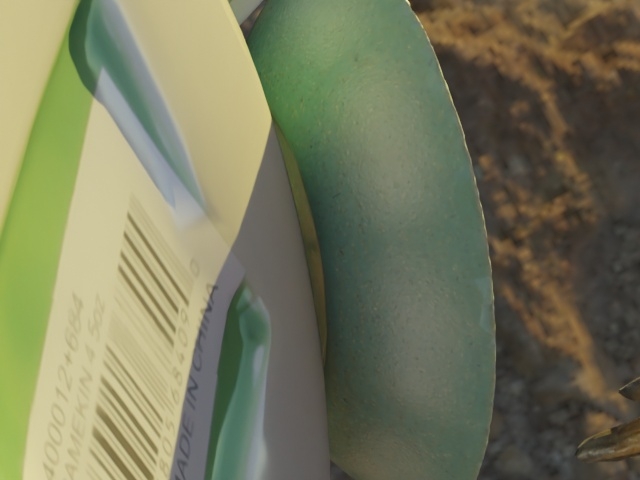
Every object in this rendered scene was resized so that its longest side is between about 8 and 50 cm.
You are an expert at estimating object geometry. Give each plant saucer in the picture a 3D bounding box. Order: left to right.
[{"bbox_3d":[0.000,0.000,0.606,0.037,0.195,0.195,-11,75,-19],"label":"plant saucer"}]

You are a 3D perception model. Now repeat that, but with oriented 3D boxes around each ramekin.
[{"bbox_3d":[-0.106,0.036,0.442,0.303,0.148,0.303,-8,90,-73],"label":"ramekin"}]

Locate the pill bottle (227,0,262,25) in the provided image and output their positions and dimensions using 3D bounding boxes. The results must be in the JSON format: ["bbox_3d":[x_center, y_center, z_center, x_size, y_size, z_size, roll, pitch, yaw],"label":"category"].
[{"bbox_3d":[-0.108,-0.162,0.736,0.181,0.323,0.182,-4,106,-14],"label":"pill bottle"}]

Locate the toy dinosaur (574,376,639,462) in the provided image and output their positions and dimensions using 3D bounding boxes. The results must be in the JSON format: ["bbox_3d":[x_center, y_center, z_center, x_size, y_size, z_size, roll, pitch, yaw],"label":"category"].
[{"bbox_3d":[0.151,0.112,0.454,0.200,0.127,0.296,0,83,-60],"label":"toy dinosaur"}]
